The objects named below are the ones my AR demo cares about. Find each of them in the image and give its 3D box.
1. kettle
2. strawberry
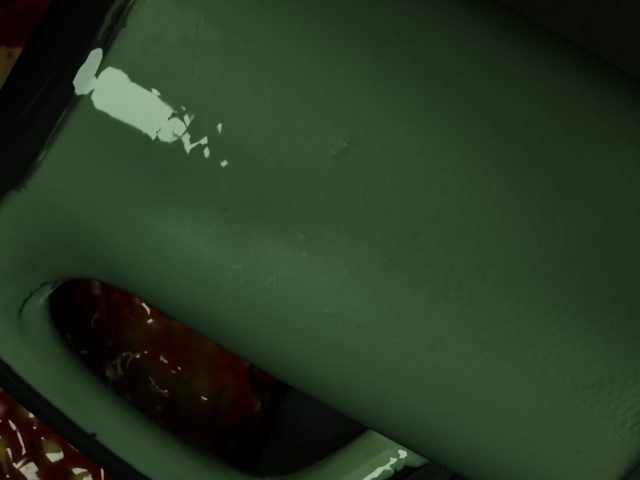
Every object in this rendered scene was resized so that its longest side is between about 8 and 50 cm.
[{"bbox_3d":[0.000,0.000,0.718,0.255,0.165,0.240,28,99,-16],"label":"kettle"},{"bbox_3d":[-0.099,0.004,0.811,0.233,0.138,0.306,-10,60,5],"label":"strawberry"}]
